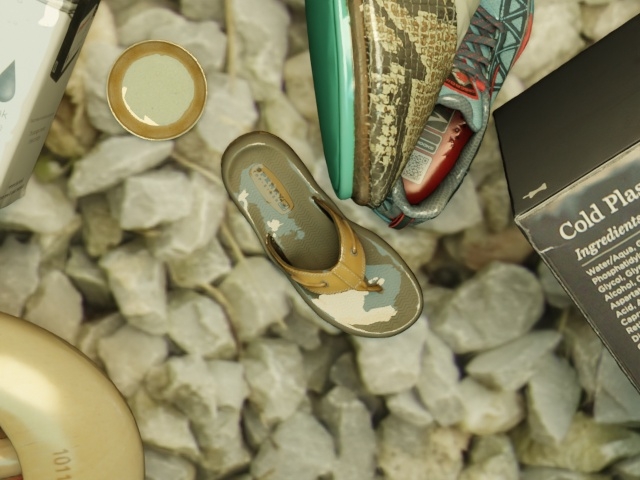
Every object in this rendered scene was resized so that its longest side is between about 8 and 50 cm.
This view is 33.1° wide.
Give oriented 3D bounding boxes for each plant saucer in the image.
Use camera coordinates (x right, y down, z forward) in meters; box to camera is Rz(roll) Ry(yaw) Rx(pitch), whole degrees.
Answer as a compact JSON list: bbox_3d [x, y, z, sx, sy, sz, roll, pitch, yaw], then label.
[{"bbox_3d":[-0.135,-0.125,0.897,0.083,0.015,0.083,0,101,-2],"label":"plant saucer"}]

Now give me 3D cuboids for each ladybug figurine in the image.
[{"bbox_3d":[-0.363,0.185,0.867,0.449,0.162,0.305,-5,101,-3],"label":"ladybug figurine"}]

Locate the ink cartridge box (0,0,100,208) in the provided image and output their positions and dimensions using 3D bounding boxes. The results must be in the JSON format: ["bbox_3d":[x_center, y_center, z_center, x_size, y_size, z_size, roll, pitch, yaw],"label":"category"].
[{"bbox_3d":[-0.288,-0.204,0.815,0.223,0.129,0.307,23,98,-7],"label":"ink cartridge box"}]

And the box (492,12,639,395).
[{"bbox_3d":[0.286,0.014,0.769,0.179,0.343,0.312,-35,101,15],"label":"box"}]

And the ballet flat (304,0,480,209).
[{"bbox_3d":[0.035,-0.271,0.768,0.182,0.164,0.482,-15,82,-9],"label":"ballet flat"}]

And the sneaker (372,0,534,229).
[{"bbox_3d":[0.113,-0.128,0.854,0.104,0.125,0.261,16,99,-7],"label":"sneaker"}]

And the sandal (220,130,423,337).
[{"bbox_3d":[0.000,0.000,0.905,0.090,0.060,0.219,-38,100,4],"label":"sandal"}]
